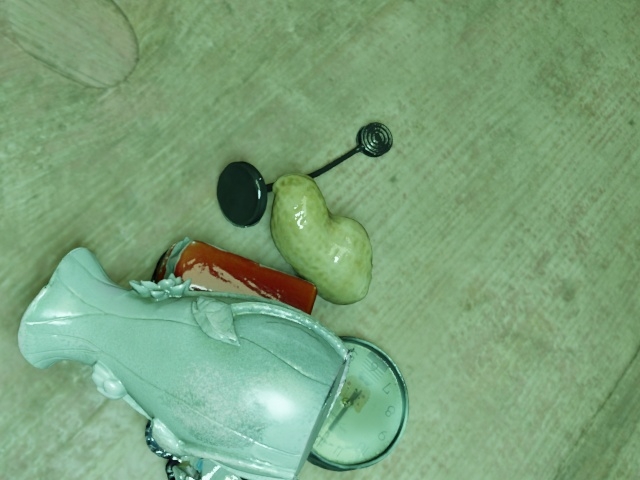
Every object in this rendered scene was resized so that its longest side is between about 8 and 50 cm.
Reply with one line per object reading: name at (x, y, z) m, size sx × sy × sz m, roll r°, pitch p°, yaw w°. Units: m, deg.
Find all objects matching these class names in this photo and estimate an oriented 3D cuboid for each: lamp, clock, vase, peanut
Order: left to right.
vase at (-0.195, 0.168, 1.105) m, size 0.446 × 0.250 × 0.250 m, roll 21°, pitch 65°, yaw 9°
lamp at (-0.002, -0.131, 1.390) m, size 0.371 × 0.108 × 0.130 m, roll -18°, pitch 83°, yaw -25°
peanut at (0.000, 0.000, 1.312) m, size 0.137 × 0.122 × 0.253 m, roll -45°, pitch 110°, yaw -1°
clock at (0.041, 0.270, 1.304) m, size 0.226 × 0.049 × 0.226 m, roll 7°, pitch 69°, yaw -19°

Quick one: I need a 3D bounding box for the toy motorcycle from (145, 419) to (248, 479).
toy motorcycle at (-0.137, 0.346, 1.180) m, size 0.204 × 0.108 × 0.239 m, roll -21°, pitch 90°, yaw -17°

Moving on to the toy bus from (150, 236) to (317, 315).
toy bus at (-0.137, 0.083, 1.261) m, size 0.265 × 0.120 × 0.121 m, roll 22°, pitch 67°, yaw -11°
